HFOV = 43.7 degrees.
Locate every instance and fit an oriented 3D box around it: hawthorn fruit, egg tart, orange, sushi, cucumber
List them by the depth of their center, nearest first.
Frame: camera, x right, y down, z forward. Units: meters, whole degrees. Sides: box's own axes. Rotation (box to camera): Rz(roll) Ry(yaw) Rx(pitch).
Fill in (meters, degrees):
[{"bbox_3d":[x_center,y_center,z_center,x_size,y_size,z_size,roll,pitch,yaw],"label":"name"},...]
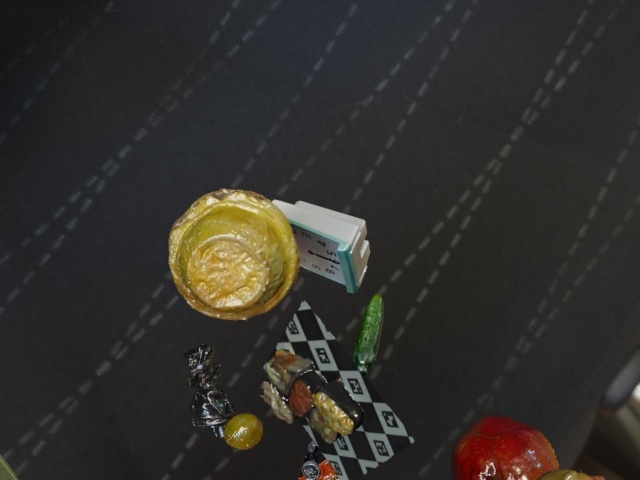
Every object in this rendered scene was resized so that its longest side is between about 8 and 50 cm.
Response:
[{"bbox_3d":[-0.004,0.289,1.376,0.059,0.292,0.294,-27,160,-34],"label":"sushi"},{"bbox_3d":[-0.174,0.039,1.580,0.288,0.288,0.118,-63,-172,18],"label":"egg tart"},{"bbox_3d":[0.105,0.223,1.775,0.056,0.056,0.250,100,7,-47],"label":"cucumber"},{"bbox_3d":[0.426,0.551,1.853,0.265,0.265,0.307,-56,165,2],"label":"hawthorn fruit"},{"bbox_3d":[-0.182,0.448,1.874,0.095,0.085,0.085,-6,130,-38],"label":"orange"}]

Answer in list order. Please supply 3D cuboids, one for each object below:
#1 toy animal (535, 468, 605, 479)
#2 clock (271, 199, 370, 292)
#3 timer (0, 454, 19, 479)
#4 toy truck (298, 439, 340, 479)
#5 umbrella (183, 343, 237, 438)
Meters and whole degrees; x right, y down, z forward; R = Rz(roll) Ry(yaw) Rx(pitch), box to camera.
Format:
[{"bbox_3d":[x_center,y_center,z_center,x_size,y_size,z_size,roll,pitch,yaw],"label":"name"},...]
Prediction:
[{"bbox_3d":[0.447,0.483,1.385,0.169,0.195,0.281,-25,179,3],"label":"toy animal"},{"bbox_3d":[0.000,0.000,1.958,0.116,0.231,0.262,-61,161,-21],"label":"clock"},{"bbox_3d":[-0.674,0.518,1.350,0.315,0.291,0.291,-35,154,-13],"label":"timer"},{"bbox_3d":[0.066,0.511,1.935,0.252,0.114,0.107,-39,-171,20],"label":"toy truck"},{"bbox_3d":[-0.320,0.434,2.281,0.110,0.272,0.122,-22,174,43],"label":"umbrella"}]
